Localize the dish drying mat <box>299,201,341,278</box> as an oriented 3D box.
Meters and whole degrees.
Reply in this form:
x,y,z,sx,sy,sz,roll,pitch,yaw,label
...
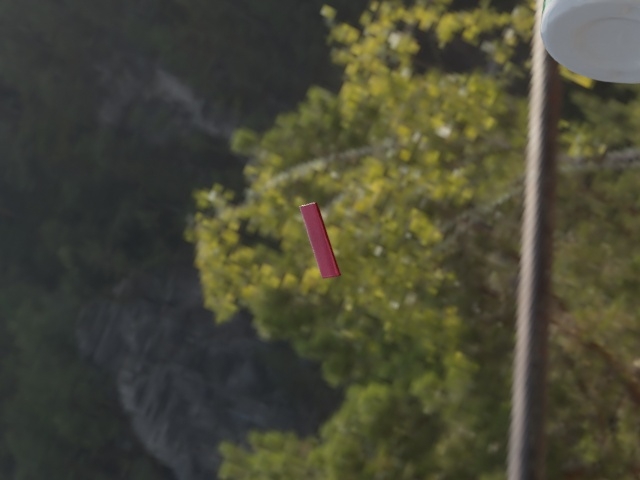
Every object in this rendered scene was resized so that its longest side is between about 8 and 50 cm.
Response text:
x,y,z,sx,sy,sz,roll,pitch,yaw,label
0.000,0.000,1.488,0.032,0.008,0.083,-10,99,56,dish drying mat

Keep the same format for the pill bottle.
x,y,z,sx,sy,sz,roll,pitch,yaw,label
0.411,-0.405,1.804,0.204,0.204,0.361,138,149,-61,pill bottle
